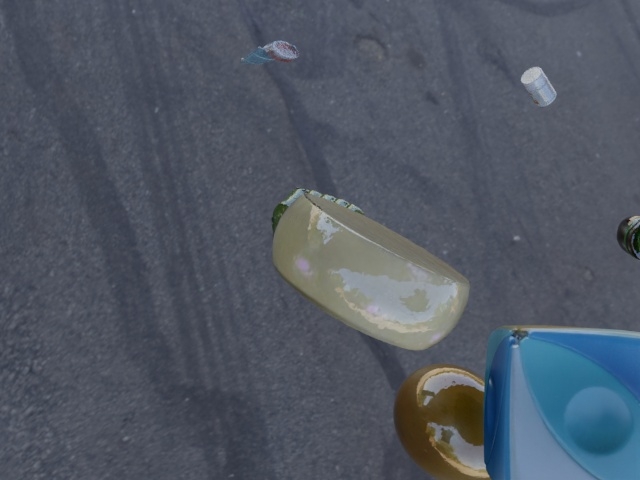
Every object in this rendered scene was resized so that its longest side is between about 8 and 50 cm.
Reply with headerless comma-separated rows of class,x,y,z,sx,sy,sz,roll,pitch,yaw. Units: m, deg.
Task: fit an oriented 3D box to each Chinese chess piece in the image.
Chinese chess piece,0.059,0.035,0.900,0.251,0.097,0.251,28,9,-5

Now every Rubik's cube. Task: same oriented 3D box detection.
Rubik's cube,0.535,0.356,1.538,0.348,0.352,0.351,3,81,5

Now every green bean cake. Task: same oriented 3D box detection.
green bean cake,0.000,0.000,1.643,0.200,0.214,0.113,18,41,20

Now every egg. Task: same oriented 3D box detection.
egg,0.348,0.478,1.890,0.351,0.282,0.282,40,50,-4

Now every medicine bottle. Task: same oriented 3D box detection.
medicine bottle,0.539,-0.379,1.808,0.089,0.057,0.057,41,47,-36

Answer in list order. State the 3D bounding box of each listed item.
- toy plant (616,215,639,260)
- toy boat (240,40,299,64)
toy plant,0.674,0.005,1.481,0.093,0.092,0.162,31,9,-17
toy boat,-0.111,-0.330,1.325,0.096,0.122,0.034,-5,89,-55
